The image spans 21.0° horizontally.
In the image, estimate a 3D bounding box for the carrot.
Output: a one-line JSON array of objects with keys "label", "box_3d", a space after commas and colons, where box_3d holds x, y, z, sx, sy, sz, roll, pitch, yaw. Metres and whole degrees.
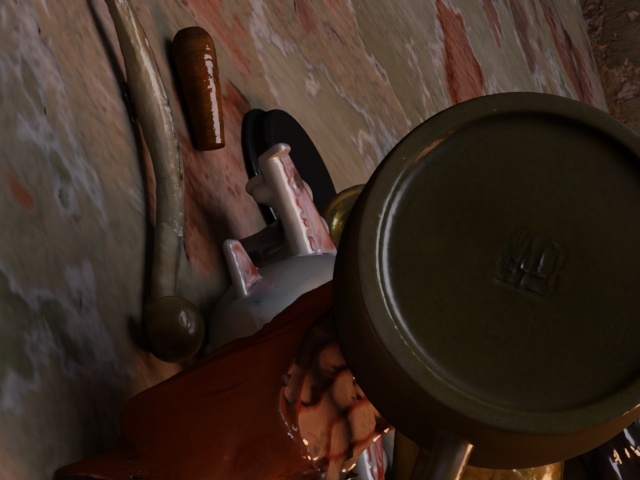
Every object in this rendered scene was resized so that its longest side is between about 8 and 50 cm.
[{"label": "carrot", "box_3d": [-0.086, -0.111, 1.244, 0.032, 0.032, 0.093, 25, 52, -67]}]

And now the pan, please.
[{"label": "pan", "box_3d": [0.000, 0.000, 1.385, 0.235, 0.028, 0.136, 68, 18, -8]}]

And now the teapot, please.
[{"label": "teapot", "box_3d": [0.093, 0.044, 0.923, 0.175, 0.186, 0.267, 100, 13, -73]}]

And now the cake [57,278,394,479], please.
[{"label": "cake", "box_3d": [-0.005, 0.089, 0.956, 0.287, 0.135, 0.098, -32, 99, -48]}]

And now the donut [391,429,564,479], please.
[{"label": "donut", "box_3d": [0.121, 0.160, 1.296, 0.208, 0.128, 0.261, -57, 151, -72]}]

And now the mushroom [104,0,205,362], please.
[{"label": "mushroom", "box_3d": [-0.111, -0.058, 1.108, 0.068, 0.043, 0.306, 91, -12, -61]}]

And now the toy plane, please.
[{"label": "toy plane", "box_3d": [-0.003, 0.058, 1.171, 0.252, 0.118, 0.252, -18, 90, -75]}]

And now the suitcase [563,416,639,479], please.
[{"label": "suitcase", "box_3d": [0.232, 0.149, 1.715, 0.345, 0.188, 0.339, 38, 31, -58]}]

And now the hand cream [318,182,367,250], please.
[{"label": "hand cream", "box_3d": [0.054, 0.035, 1.377, 0.203, 0.084, 0.084, 64, 14, -60]}]
